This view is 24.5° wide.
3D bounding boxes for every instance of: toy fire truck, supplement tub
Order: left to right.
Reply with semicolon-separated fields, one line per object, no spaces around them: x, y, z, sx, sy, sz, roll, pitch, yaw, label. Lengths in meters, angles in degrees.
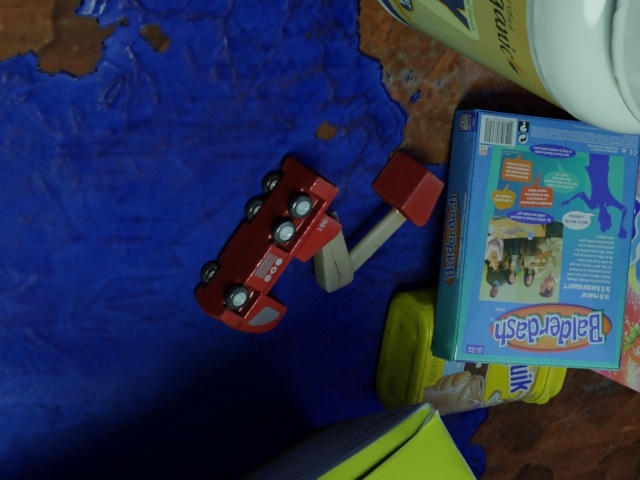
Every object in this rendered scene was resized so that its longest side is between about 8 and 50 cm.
0.000;0.000;1.186;0.135;0.047;0.192;30;96;-44;toy fire truck
0.188;-0.209;1.018;0.228;0.316;0.228;-18;124;-28;supplement tub

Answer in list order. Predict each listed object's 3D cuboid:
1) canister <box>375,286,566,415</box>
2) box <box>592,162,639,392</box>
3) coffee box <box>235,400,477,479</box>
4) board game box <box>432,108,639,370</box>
0.140;0.095;1.328;0.170;0.073;0.126;-7;118;-32;canister
0.348;-0.014;1.350;0.154;0.142;0.299;-25;130;-45;box
-0.014;0.358;1.102;0.338;0.334;0.337;-30;88;-19;coffee box
0.184;0.001;1.247;0.160;0.047;0.210;5;91;-19;board game box
